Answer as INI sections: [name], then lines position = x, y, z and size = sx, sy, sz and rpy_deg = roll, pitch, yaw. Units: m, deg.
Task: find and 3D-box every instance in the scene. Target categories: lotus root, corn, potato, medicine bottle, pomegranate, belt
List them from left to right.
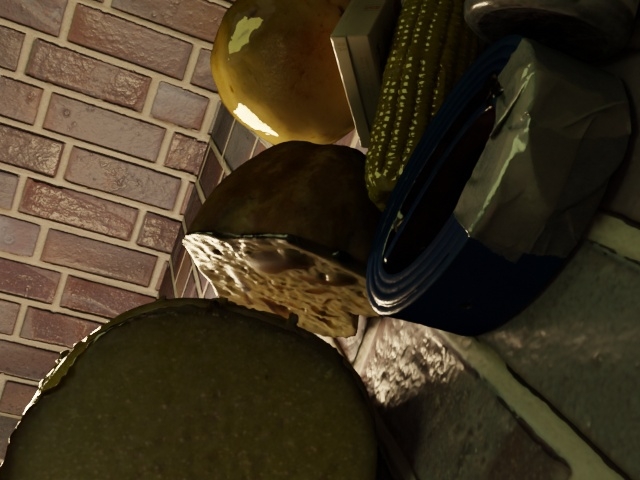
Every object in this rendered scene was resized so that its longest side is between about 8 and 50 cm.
[potato]
position = -0.157, 0.257, 1.006
size = 0.319, 0.443, 0.385
rpy_deg = -172, 86, -85
[pomegranate]
position = -0.019, -0.306, 1.290
size = 0.332, 0.333, 0.332
rpy_deg = -163, 90, -72
[lotus root]
position = 0.000, 0.000, 1.106
size = 0.316, 0.316, 0.250
rpy_deg = -45, 14, 55
[corn]
position = 0.140, -0.202, 1.009
size = 0.131, 0.131, 0.344
rpy_deg = 148, 136, -64
[belt]
position = 0.168, -0.041, 0.801
size = 0.212, 0.117, 0.346
rpy_deg = -92, 25, -48
[medicine bottle]
position = 0.249, -0.326, 0.738
size = 0.165, 0.165, 0.273
rpy_deg = -178, 104, -71

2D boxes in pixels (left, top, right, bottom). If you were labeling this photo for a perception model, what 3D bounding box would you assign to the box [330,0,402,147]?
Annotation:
[box]
position = 0.084, -0.250, 1.097
size = 0.201, 0.058, 0.141
rpy_deg = 70, -145, -45
